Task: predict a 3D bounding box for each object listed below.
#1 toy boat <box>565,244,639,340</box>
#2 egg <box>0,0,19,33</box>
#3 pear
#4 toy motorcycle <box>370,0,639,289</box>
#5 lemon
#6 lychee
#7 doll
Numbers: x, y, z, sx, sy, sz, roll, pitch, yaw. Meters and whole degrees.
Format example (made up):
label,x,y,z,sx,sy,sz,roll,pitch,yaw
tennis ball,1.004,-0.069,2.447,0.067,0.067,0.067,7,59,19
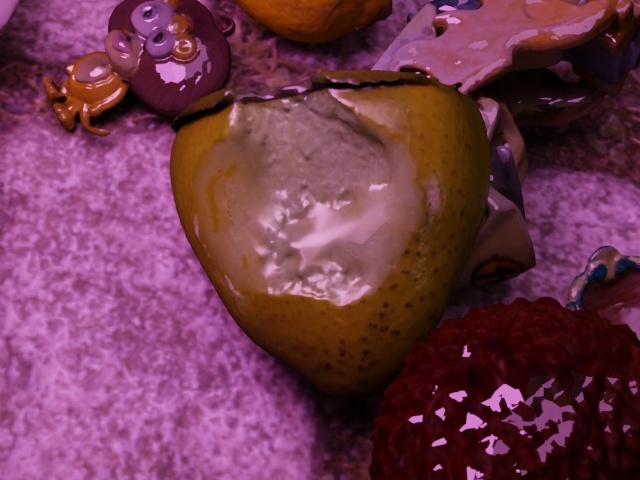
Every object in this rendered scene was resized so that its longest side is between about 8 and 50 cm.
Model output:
label,x,y,z,sx,sy,sz,roll,pitch,yaw
toy boat,0.315,0.132,1.241,0.108,0.099,0.293,-21,53,-18
egg,-0.461,-0.269,1.363,0.337,0.201,0.337,11,67,-27
pear,0.000,0.000,1.198,0.292,0.159,0.292,1,92,19
toy motorcycle,0.144,-0.119,1.337,0.237,0.169,0.410,26,74,18
lemon,-0.016,-0.293,1.445,0.180,0.180,0.193,-15,75,-16
lychee,0.168,0.180,1.088,0.264,0.264,0.300,-23,34,-20
doll,-0.169,-0.166,1.395,0.145,0.096,0.188,35,69,25
